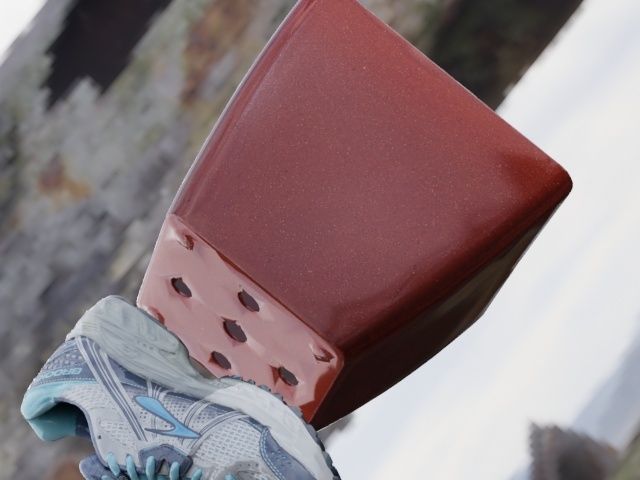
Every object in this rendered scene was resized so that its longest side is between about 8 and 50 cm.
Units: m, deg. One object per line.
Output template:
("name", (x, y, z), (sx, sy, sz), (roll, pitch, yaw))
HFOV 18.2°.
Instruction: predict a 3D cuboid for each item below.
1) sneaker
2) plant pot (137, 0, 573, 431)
("sneaker", (-0.098, 0.156, 1.421), (0.122, 0.283, 0.110), (-44, -39, -24))
("plant pot", (0.000, 0.000, 1.635), (0.236, 0.267, 0.267), (-45, -9, -30))
